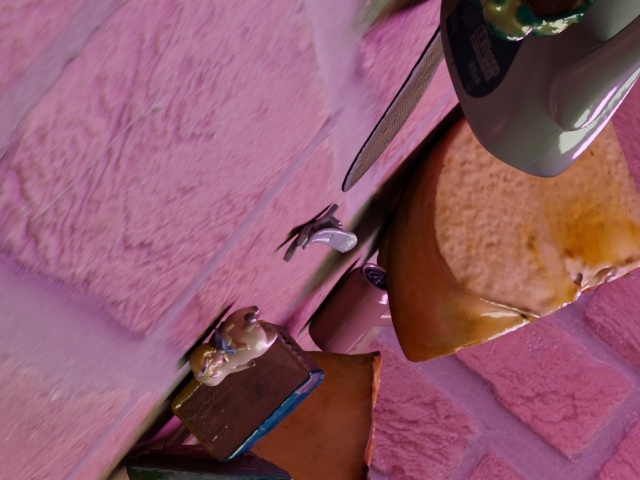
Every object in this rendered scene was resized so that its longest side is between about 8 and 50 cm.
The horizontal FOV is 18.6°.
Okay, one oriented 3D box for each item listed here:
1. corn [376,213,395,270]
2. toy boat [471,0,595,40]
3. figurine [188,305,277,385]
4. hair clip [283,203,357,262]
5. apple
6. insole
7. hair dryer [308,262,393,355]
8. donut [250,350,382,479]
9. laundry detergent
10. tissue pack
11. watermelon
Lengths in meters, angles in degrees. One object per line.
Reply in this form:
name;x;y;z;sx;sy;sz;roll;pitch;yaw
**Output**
corn;0.113;0.006;2.345;0.080;0.080;0.231;-49;173;-13
toy boat;0.182;-0.254;1.174;0.293;0.108;0.099;-55;-154;22
figurine;-0.081;0.088;1.634;0.083;0.047;0.050;-44;160;9
hair clip;0.001;-0.001;1.687;0.030;0.039;0.115;-58;169;20
apple;0.198;-0.002;2.119;0.309;0.252;0.314;-19;134;-32
insole;0.081;-0.131;1.632;0.109;0.007;0.322;-46;174;-37
hair dryer;0.081;0.084;2.376;0.181;0.064;0.117;1;136;-45
donut;-0.037;0.287;2.152;0.435;0.163;0.378;-77;178;-60
laundry detergent;0.200;-0.195;1.294;0.280;0.105;0.215;-48;-150;32
tissue pack;-0.066;0.135;1.789;0.120;0.082;0.169;-45;175;1
watermelon;-0.107;0.236;1.856;0.241;0.154;0.094;-103;-156;-86
